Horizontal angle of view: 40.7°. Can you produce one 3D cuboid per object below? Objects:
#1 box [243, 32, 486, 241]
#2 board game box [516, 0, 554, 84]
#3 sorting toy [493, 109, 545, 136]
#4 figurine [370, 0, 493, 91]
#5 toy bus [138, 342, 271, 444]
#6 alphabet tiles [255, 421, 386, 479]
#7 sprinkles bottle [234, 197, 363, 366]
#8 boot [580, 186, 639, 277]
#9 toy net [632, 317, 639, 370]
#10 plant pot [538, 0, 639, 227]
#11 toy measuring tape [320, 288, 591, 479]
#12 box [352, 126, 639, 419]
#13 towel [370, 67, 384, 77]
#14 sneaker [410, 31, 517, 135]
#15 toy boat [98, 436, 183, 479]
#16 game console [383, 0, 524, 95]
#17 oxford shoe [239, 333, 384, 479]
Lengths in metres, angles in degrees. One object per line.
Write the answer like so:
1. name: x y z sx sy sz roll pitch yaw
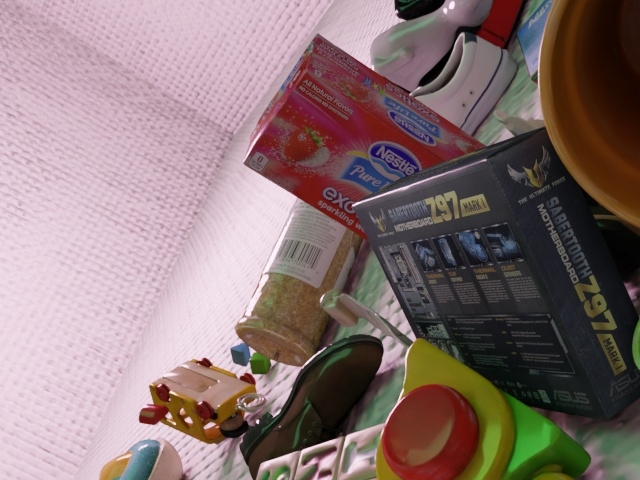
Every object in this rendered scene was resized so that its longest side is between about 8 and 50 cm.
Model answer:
1. box: 0.062 -0.088 0.930 0.128 0.257 0.123 -51 15 28
2. board game box: 0.325 -0.307 0.951 0.281 0.027 0.145 -51 18 30
3. sorting toy: 0.206 -0.105 0.844 0.045 0.075 0.083 -57 14 9
4. figurine: 0.176 -0.329 1.177 0.209 0.092 0.215 -35 25 48
5. toy bus: -0.164 0.256 1.310 0.202 0.191 0.104 -95 -5 -68
6. alphabet tiles: -0.002 0.278 0.703 0.342 0.011 0.285 -27 30 34
7. sprinkles bottle: 0.000 0.000 1.240 0.121 0.121 0.355 -32 31 62
8. boot: 0.212 -0.038 0.705 0.137 0.077 0.198 -57 14 -15
9. toy net: 0.258 0.042 0.429 0.232 0.045 0.122 -43 21 47
10. plant pot: 0.249 -0.125 0.542 0.205 0.205 0.188 -51 0 29
11. toy measuring tape: 0.066 0.136 0.647 0.121 0.121 0.330 -59 34 -1
12. box: 0.124 0.029 0.641 0.059 0.183 0.232 -28 4 -20
13. towel: 0.070 -0.216 1.599 0.187 0.049 0.282 -34 30 62
14. sneaker: 0.143 -0.149 1.114 0.258 0.091 0.094 -57 14 7
15. toy boat: -0.338 0.458 1.407 0.267 0.148 0.318 -55 14 14
16. game console: 0.202 -0.312 1.351 0.342 0.060 0.386 -61 14 -24
17. oxford shoe: 0.002 0.200 0.952 0.227 0.082 0.096 -54 34 20
